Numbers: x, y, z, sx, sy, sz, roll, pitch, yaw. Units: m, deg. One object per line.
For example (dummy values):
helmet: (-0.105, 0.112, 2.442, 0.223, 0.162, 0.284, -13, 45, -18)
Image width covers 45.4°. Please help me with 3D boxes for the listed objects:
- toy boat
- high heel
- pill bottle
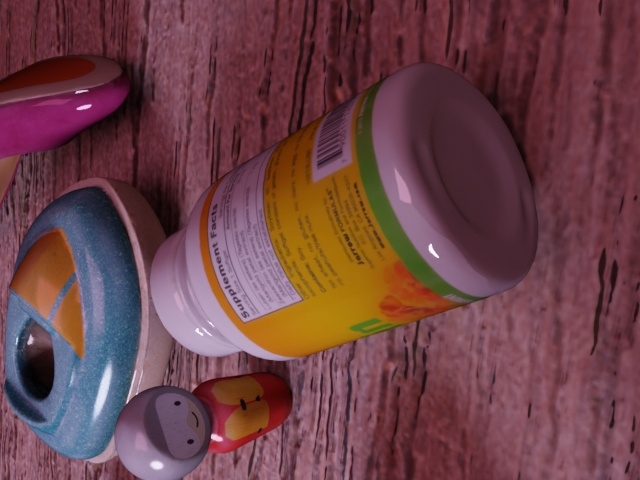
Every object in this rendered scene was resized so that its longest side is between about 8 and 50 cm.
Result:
toy boat: (-0.177, 0.092, 0.648, 0.318, 0.148, 0.268, 23, 109, 37)
high heel: (-0.308, -0.077, 0.799, 0.377, 0.127, 0.181, -3, 122, 36)
pill bottle: (0.000, 0.000, 0.496, 0.245, 0.136, 0.137, -24, 79, 40)
